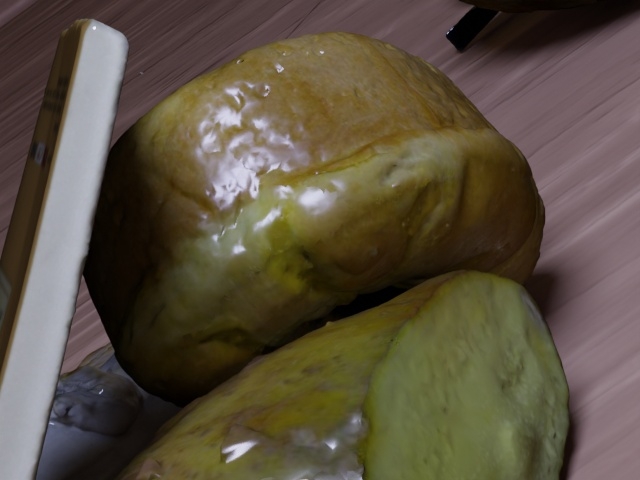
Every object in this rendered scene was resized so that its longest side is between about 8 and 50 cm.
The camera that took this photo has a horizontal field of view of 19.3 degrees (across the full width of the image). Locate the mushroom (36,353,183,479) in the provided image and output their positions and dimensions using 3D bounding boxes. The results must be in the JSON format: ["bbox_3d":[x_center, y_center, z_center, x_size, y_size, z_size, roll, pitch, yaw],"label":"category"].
[{"bbox_3d":[-0.125,0.102,1.099,0.096,0.099,0.278,2,35,41],"label":"mushroom"}]

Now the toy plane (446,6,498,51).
[{"bbox_3d":[0.219,-0.298,1.457,0.381,0.106,0.155,-36,25,-3],"label":"toy plane"}]

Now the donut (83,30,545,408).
[{"bbox_3d":[0.000,0.000,0.916,0.208,0.128,0.261,-34,-20,4],"label":"donut"}]

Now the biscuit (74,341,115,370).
[{"bbox_3d":[-0.114,0.072,1.256,0.147,0.018,0.071,-27,23,22],"label":"biscuit"}]

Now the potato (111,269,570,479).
[{"bbox_3d":[-0.006,0.115,0.768,0.298,0.141,0.176,-46,26,-27],"label":"potato"}]

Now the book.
[{"bbox_3d":[-0.145,0.096,0.815,0.269,0.032,0.389,-147,71,-79],"label":"book"}]

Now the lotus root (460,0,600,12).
[{"bbox_3d":[0.216,-0.232,1.247,0.314,0.210,0.142,-33,63,15],"label":"lotus root"}]
